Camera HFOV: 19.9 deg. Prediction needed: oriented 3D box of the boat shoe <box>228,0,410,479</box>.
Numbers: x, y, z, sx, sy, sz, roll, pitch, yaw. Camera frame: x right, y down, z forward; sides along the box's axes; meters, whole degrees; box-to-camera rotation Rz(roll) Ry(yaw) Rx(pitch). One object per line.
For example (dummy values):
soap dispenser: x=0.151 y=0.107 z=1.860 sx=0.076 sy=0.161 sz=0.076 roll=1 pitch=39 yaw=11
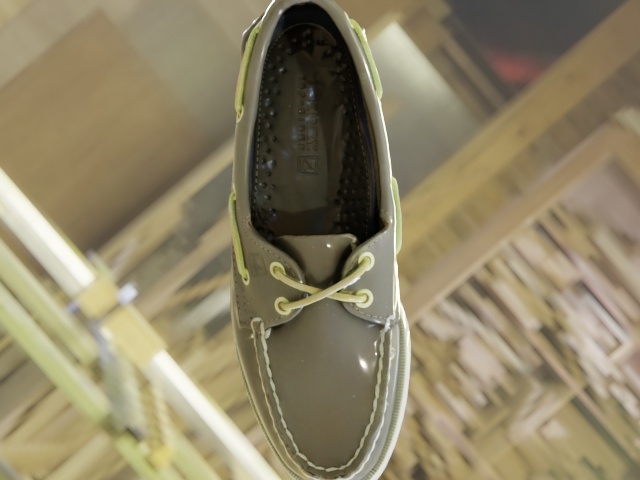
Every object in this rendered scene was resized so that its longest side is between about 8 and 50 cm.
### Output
boat shoe: x=-0.005 y=0.000 z=1.092 sx=0.091 sy=0.109 sz=0.305 roll=69 pitch=17 yaw=-82
